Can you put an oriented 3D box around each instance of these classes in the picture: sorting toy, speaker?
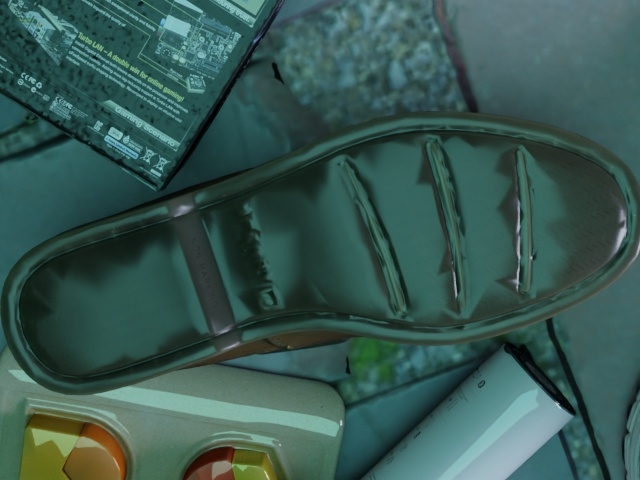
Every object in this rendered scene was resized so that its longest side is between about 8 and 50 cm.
[{"bbox_3d":[-0.096,0.167,0.658,0.193,0.038,0.208,10,102,-2],"label":"sorting toy"},{"bbox_3d":[0.070,0.120,0.637,0.055,0.055,0.136,44,99,-8],"label":"speaker"}]

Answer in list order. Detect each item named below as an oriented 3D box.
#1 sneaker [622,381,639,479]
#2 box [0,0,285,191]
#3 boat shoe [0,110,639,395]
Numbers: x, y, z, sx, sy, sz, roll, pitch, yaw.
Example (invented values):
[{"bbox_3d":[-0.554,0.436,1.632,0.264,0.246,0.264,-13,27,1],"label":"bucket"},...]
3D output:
[{"bbox_3d":[0.227,0.079,0.582,0.110,0.122,0.283,9,111,2],"label":"sneaker"},{"bbox_3d":[-0.112,-0.135,0.570,0.180,0.077,0.147,31,101,-6],"label":"box"},{"bbox_3d":[0.000,0.000,0.590,0.307,0.104,0.110,-8,93,4],"label":"boat shoe"}]
